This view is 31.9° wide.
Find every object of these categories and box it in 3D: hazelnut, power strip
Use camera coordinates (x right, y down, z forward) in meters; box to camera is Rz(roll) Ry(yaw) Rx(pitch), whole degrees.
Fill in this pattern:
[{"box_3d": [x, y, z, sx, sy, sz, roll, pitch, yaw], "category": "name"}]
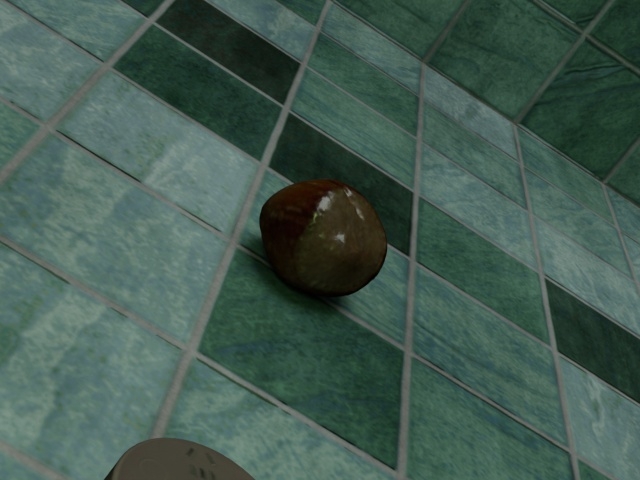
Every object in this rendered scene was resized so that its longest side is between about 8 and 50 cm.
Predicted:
[{"box_3d": [0.000, 0.000, 1.316, 0.154, 0.143, 0.143, 31, 23, -30], "category": "hazelnut"}, {"box_3d": [-0.102, 0.221, 0.822, 0.154, 0.078, 0.154, 29, 26, -15], "category": "power strip"}]
